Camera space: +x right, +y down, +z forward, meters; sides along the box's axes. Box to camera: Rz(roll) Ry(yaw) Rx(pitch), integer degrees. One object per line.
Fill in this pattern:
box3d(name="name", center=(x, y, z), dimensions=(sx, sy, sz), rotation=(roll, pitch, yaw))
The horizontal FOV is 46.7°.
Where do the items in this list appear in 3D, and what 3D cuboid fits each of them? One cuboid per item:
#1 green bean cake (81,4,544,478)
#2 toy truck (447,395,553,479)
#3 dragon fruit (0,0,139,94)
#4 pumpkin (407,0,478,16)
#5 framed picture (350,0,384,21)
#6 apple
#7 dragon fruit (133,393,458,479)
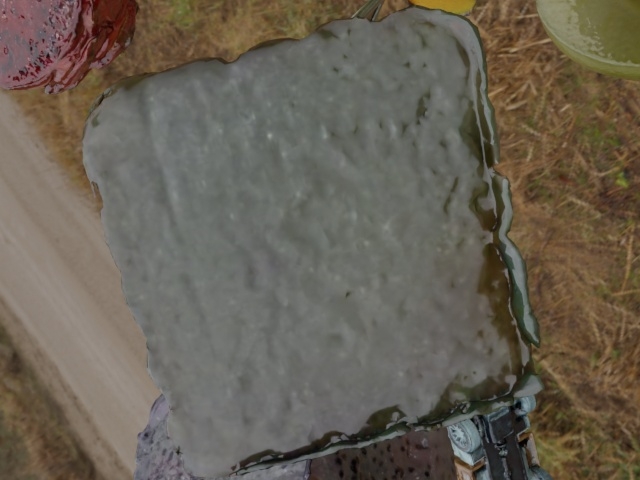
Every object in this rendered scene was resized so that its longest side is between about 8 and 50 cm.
box3d(name="green bean cake", center=(0.000, 0.000, 0.350), dimensions=(0.094, 0.173, 0.181), rotation=(-125, 20, -84))
box3d(name="toy truck", center=(0.244, 0.338, 1.118), dimensions=(0.162, 0.136, 0.305), rotation=(9, 118, 60))
box3d(name="dragon fruit", center=(-0.322, -0.306, 1.039), dimensions=(0.317, 0.205, 0.152), rotation=(-39, 83, 33))
box3d(name="pumpkin", center=(0.163, -0.482, 1.172), dimensions=(0.169, 0.312, 0.148), rotation=(8, 86, 42))
box3d(name="framed picture", center=(-0.008, -0.148, 0.791), dimensions=(0.014, 0.252, 0.197), rotation=(30, 132, 3))
box3d(name="apple", center=(0.438, -0.353, 0.979), dimensions=(0.254, 0.292, 0.292), rotation=(48, 139, 30))
box3d(name="dragon fruit", center=(-0.022, 0.231, 0.635), dimensions=(0.221, 0.204, 0.283), rotation=(-22, 51, 29))
